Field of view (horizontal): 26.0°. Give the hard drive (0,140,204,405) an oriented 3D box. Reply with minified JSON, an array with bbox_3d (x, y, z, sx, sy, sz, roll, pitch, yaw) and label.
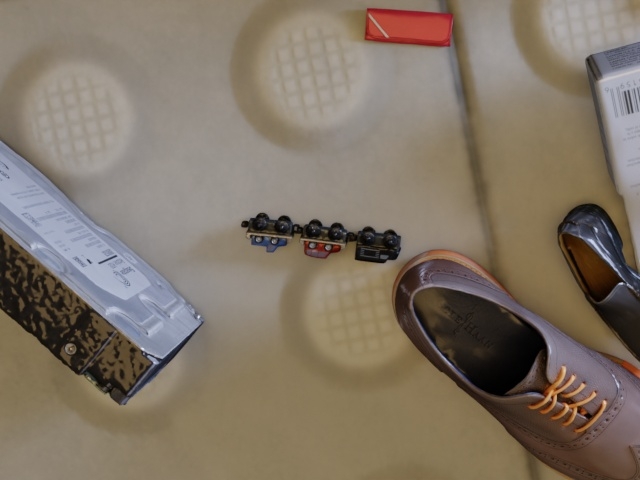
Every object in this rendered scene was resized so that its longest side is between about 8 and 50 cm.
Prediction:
[{"bbox_3d":[-0.267,0.001,1.275,0.339,0.237,0.064,41,98,1],"label":"hard drive"}]

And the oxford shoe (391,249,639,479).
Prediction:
[{"bbox_3d":[0.216,0.148,1.296,0.363,0.133,0.130,34,97,1],"label":"oxford shoe"}]

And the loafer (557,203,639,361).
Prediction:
[{"bbox_3d":[0.273,0.050,1.309,0.062,0.061,0.170,-35,87,39],"label":"loafer"}]

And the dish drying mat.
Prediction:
[{"bbox_3d":[0.085,-0.205,1.335,0.083,0.008,0.032,5,95,5],"label":"dish drying mat"}]

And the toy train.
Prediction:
[{"bbox_3d":[0.000,0.000,1.357,0.158,0.027,0.036,8,107,4],"label":"toy train"}]

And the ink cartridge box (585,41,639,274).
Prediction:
[{"bbox_3d":[0.406,-0.091,1.294,0.275,0.060,0.239,-15,119,7],"label":"ink cartridge box"}]
